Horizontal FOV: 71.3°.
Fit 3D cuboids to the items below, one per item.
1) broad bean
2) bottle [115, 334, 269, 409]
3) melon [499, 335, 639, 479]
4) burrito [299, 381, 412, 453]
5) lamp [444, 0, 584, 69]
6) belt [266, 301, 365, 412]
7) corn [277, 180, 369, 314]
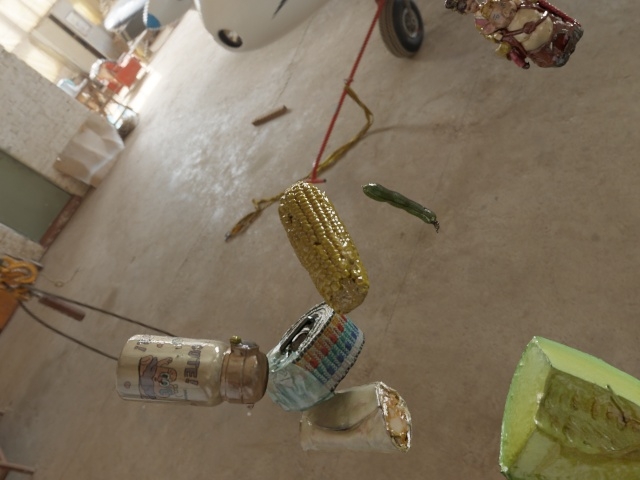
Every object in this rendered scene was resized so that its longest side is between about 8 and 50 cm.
[{"bbox_3d":[0.191,-0.086,1.048,0.039,0.226,0.069,-57,20,27],"label":"broad bean"},{"bbox_3d":[-0.181,0.188,0.661,0.097,0.209,0.110,-70,-17,-82],"label":"bottle"},{"bbox_3d":[0.580,0.385,0.903,0.343,0.226,0.331,24,56,8],"label":"melon"},{"bbox_3d":[0.076,0.396,0.979,0.299,0.105,0.143,-26,27,42],"label":"burrito"},{"bbox_3d":[0.365,-0.411,0.841,0.118,0.253,0.118,-54,25,41],"label":"lamp"},{"bbox_3d":[-0.024,0.267,1.033,0.257,0.150,0.207,-47,10,-23],"label":"belt"},{"bbox_3d":[0.000,0.000,0.711,0.097,0.097,0.262,-39,51,15],"label":"corn"}]
